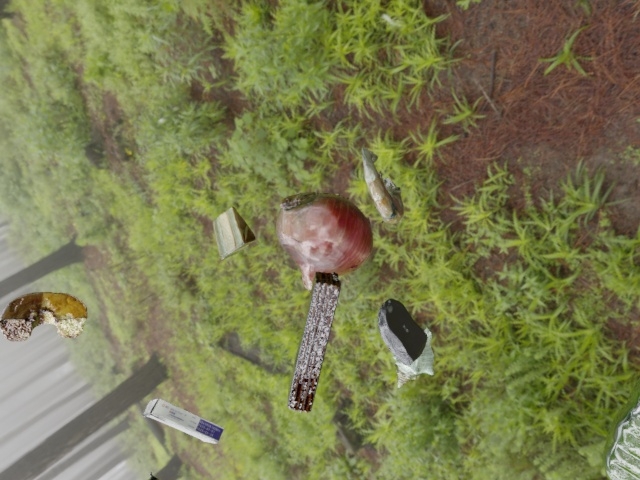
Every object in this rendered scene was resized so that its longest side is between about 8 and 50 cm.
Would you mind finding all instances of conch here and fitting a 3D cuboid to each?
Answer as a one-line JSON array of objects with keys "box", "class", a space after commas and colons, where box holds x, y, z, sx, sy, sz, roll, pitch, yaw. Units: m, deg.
[{"box": [0.330, 0.436, 1.789, 0.137, 0.114, 0.233, 52, 131, 22], "class": "conch"}]

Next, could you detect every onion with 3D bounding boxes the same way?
[{"box": [0.013, -0.026, 1.727, 0.354, 0.354, 0.353, 39, 149, 29], "class": "onion"}]

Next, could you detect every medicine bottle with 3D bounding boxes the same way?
[{"box": [-0.383, 0.501, 1.395, 0.201, 0.052, 0.171, 29, 152, -13], "class": "medicine bottle"}]

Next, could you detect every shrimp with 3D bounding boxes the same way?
[{"box": [0.182, -0.170, 1.517, 0.246, 0.085, 0.360, 64, -164, -8], "class": "shrimp"}]

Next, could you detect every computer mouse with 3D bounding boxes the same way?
[{"box": [0.234, 0.270, 1.511, 0.217, 0.122, 0.074, 53, 146, -14], "class": "computer mouse"}]

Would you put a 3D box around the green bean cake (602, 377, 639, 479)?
[{"box": [0.720, 0.398, 1.072, 0.156, 0.247, 0.249, 30, 121, 33], "class": "green bean cake"}]

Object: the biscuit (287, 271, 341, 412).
[{"box": [-0.020, 0.273, 1.379, 0.107, 0.073, 0.387, -98, 21, -76], "class": "biscuit"}]

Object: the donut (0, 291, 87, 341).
[{"box": [-0.779, 0.219, 1.438, 0.141, 0.217, 0.085, -119, 38, -53], "class": "donut"}]

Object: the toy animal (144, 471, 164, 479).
[{"box": [-0.406, 0.692, 1.123, 0.251, 0.251, 0.309, 21, 108, 48], "class": "toy animal"}]

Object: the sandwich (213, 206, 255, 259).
[{"box": [-0.240, -0.022, 1.311, 0.113, 0.079, 0.163, 55, -174, -2], "class": "sandwich"}]
